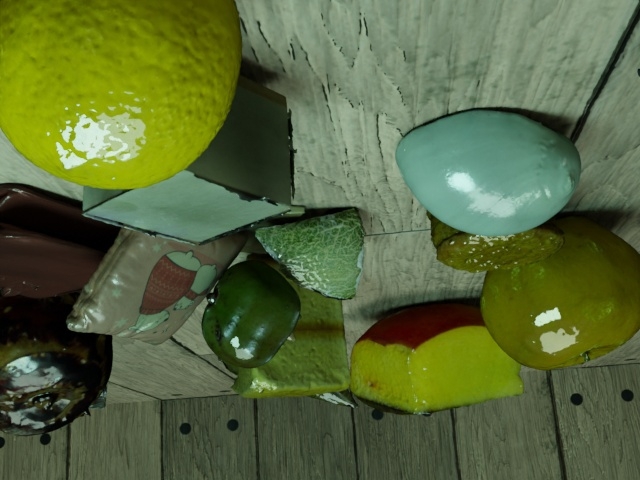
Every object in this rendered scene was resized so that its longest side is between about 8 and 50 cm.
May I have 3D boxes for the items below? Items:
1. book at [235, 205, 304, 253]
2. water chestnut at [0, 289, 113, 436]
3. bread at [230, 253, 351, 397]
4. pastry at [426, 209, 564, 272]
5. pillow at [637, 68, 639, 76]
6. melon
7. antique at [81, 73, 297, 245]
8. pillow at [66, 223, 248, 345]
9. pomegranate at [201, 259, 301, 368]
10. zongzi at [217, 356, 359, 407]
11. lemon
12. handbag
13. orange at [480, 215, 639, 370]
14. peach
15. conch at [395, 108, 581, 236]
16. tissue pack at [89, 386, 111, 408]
[{"bbox_3d":[-0.119,-0.017,1.178,0.138,0.016,0.198,3,161,-21],"label":"book"},{"bbox_3d":[-0.513,0.189,1.373,0.300,0.300,0.300,-4,162,-1],"label":"water chestnut"},{"bbox_3d":[-0.140,0.186,1.441,0.244,0.233,0.361,7,162,-43],"label":"bread"},{"bbox_3d":[0.248,-0.023,1.096,0.188,0.103,0.189,-4,163,-1],"label":"pastry"},{"bbox_3d":[0.419,-0.162,0.785,0.141,0.055,0.208,-28,153,34],"label":"pillow"},{"bbox_3d":[0.004,-0.001,1.159,0.202,0.093,0.139,32,109,-35],"label":"melon"},{"bbox_3d":[-0.124,-0.088,0.737,0.146,0.148,0.152,-19,156,37],"label":"antique"},{"bbox_3d":[-0.224,0.048,1.076,0.223,0.084,0.236,-51,153,2],"label":"pillow"},{"bbox_3d":[-0.094,0.110,1.146,0.131,0.152,0.191,36,-174,17],"label":"pomegranate"},{"bbox_3d":[-0.076,0.322,1.876,0.300,0.138,0.286,47,141,-18],"label":"zongzi"},{"bbox_3d":[-0.144,-0.133,0.547,0.178,0.203,0.178,21,-162,-7],"label":"lemon"},{"bbox_3d":[-0.424,0.016,1.109,0.275,0.084,0.260,-15,160,33],"label":"handbag"},{"bbox_3d":[0.397,0.085,1.268,0.279,0.235,0.279,-17,161,-6],"label":"orange"},{"bbox_3d":[0.253,0.268,1.799,0.380,0.243,0.306,-12,-174,-7],"label":"peach"},{"bbox_3d":[0.201,-0.081,0.923,0.221,0.121,0.185,0,133,1],"label":"conch"},{"bbox_3d":[-0.611,0.237,1.574,0.369,0.210,0.198,2,156,-14],"label":"tissue pack"}]
